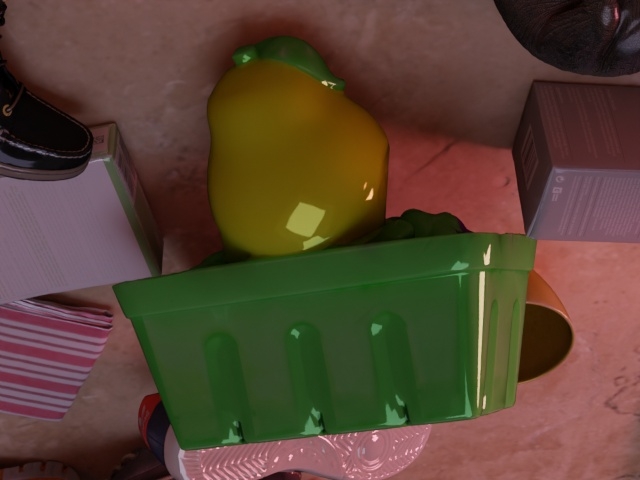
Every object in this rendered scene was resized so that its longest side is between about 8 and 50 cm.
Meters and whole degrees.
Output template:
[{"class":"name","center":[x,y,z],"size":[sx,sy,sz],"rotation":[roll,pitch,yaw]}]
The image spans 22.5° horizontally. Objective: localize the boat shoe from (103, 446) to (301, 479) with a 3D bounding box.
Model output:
[{"class":"boat shoe","center":[-0.190,0.314,1.851],"size":[0.355,0.130,0.132],"rotation":[-9,145,-10]}]

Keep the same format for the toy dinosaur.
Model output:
[{"class":"toy dinosaur","center":[0.251,-0.197,1.384],"size":[0.314,0.121,0.160],"rotation":[-3,123,-8]}]

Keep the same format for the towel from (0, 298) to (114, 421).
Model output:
[{"class":"towel","center":[-0.319,0.125,1.731],"size":[0.144,0.029,0.197],"rotation":[15,135,-20]}]

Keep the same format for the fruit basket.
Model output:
[{"class":"fruit basket","center":[0.000,0.000,1.506],"size":[0.392,0.392,0.283],"rotation":[-22,171,17]}]

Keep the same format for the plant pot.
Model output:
[{"class":"plant pot","center":[0.190,0.073,1.670],"size":[0.134,0.095,0.134],"rotation":[-3,137,-3]}]

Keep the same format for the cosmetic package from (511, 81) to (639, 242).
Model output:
[{"class":"cosmetic package","center":[0.311,-0.071,1.513],"size":[0.238,0.127,0.107],"rotation":[5,135,-8]}]

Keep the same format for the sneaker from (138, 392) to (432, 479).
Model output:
[{"class":"sneaker","center":[-0.040,0.192,1.771],"size":[0.350,0.148,0.131],"rotation":[4,100,-36]}]

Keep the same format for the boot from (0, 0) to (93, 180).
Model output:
[{"class":"boot","center":[-0.285,-0.158,1.393],"size":[0.236,0.085,0.178],"rotation":[23,129,-16]}]

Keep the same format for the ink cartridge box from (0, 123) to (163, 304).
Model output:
[{"class":"ink cartridge box","center":[-0.288,-0.016,1.566],"size":[0.235,0.056,0.171],"rotation":[-10,136,7]}]

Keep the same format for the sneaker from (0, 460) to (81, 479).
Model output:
[{"class":"sneaker","center":[-0.388,0.303,1.869],"size":[0.215,0.084,0.083],"rotation":[8,139,-14]}]
